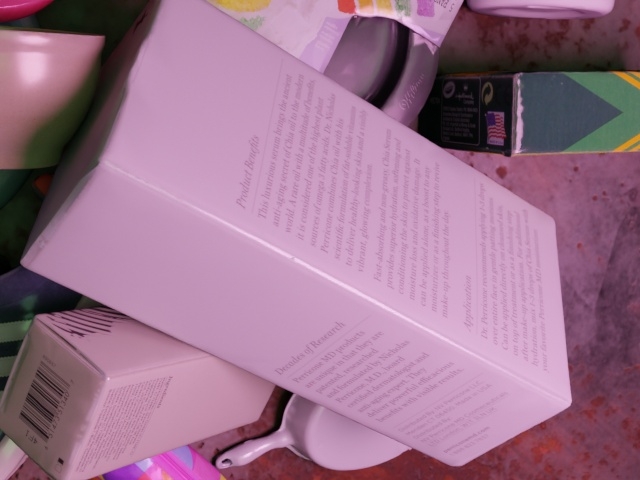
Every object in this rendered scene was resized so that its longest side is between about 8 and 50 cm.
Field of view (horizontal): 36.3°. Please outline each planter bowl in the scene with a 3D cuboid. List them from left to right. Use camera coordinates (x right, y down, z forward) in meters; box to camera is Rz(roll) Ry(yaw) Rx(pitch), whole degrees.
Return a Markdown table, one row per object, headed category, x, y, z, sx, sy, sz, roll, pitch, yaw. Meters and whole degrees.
| category | x | y | z | sx | sy | sz | roll | pitch | yaw |
| --- | --- | --- | --- | --- | --- | --- | --- | --- | --- |
| planter bowl | -0.255 | -0.115 | 0.777 | 0.162 | 0.162 | 0.109 | 0 | 103 | -19 |

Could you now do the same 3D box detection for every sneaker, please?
| category | x | y | z | sx | sy | sz | roll | pitch | yaw |
| --- | --- | --- | --- | --- | --- | --- | --- | --- | --- |
| sneaker | -0.292 | 0.096 | 0.903 | 0.148 | 0.131 | 0.350 | 32 | 88 | -5 |

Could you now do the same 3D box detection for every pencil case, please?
| category | x | y | z | sx | sy | sz | roll | pitch | yaw |
| --- | --- | --- | --- | --- | --- | --- | --- | --- | --- |
| pencil case | -0.159 | 0.236 | 0.973 | 0.104 | 0.104 | 0.236 | -47 | 110 | -7 |

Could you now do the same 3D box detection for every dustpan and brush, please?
| category | x | y | z | sx | sy | sz | roll | pitch | yaw |
| --- | --- | --- | --- | --- | --- | --- | --- | --- | --- |
| dustpan and brush | -0.010 | 0.203 | 1.049 | 0.211 | 0.060 | 0.147 | -25 | 118 | -20 |

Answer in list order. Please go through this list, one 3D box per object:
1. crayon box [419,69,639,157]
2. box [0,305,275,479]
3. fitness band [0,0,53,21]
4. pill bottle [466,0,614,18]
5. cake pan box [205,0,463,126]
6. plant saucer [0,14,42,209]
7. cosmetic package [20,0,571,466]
| category | x | y | z | sx | sy | sz | roll | pitch | yaw |
| --- | --- | --- | --- | --- | --- | --- | --- | --- | --- |
| crayon box | 0.289 | -0.136 | 1.017 | 0.318 | 0.202 | 0.081 | -3 | 99 | -20 |
| box | -0.143 | 0.120 | 0.873 | 0.275 | 0.094 | 0.113 | -2 | 122 | -60 |
| fitness band | -0.328 | -0.311 | 0.811 | 0.291 | 0.054 | 0.209 | 33 | 61 | -22 |
| pill bottle | 0.230 | -0.367 | 0.985 | 0.152 | 0.152 | 0.272 | 0 | 99 | -19 |
| cake pan box | -0.012 | -0.203 | 0.974 | 0.267 | 0.070 | 0.245 | 28 | 91 | -21 |
| plant saucer | -0.372 | -0.146 | 0.813 | 0.317 | 0.044 | 0.317 | 5 | 82 | -34 |
| cosmetic package | 0.000 | 0.000 | 0.869 | 0.453 | 0.161 | 0.230 | 29 | 43 | -22 |
